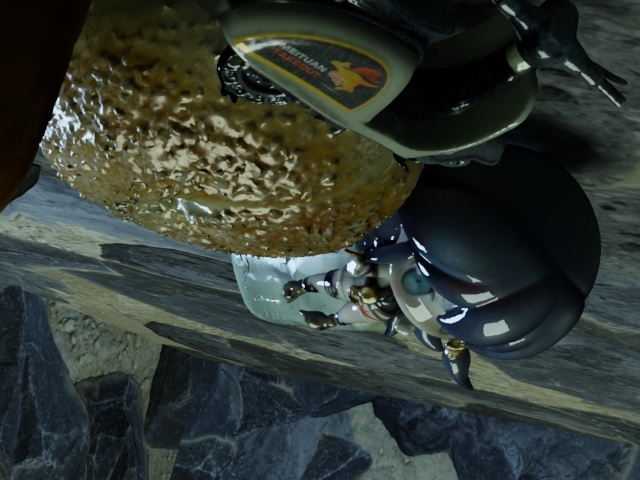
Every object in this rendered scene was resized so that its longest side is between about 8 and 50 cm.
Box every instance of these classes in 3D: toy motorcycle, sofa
[{"bbox_3d":[0.048,-0.111,0.757,0.157,0.091,0.263,-24,146,35],"label":"toy motorcycle"},{"bbox_3d":[0.048,-0.016,1.320,0.225,0.176,0.210,-12,-170,-40],"label":"sofa"}]

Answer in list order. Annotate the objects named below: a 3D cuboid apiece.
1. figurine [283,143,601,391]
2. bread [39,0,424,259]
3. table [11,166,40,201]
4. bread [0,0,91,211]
[{"bbox_3d":[0.098,0.009,1.078,0.265,0.197,0.175,19,176,45],"label":"figurine"},{"bbox_3d":[-0.077,-0.080,0.957,0.306,0.158,0.305,19,166,5],"label":"bread"},{"bbox_3d":[-0.428,-0.093,1.606,0.146,0.062,0.175,15,-159,2],"label":"table"},{"bbox_3d":[-0.274,-0.132,0.750,0.225,0.250,0.279,8,165,47],"label":"bread"}]
